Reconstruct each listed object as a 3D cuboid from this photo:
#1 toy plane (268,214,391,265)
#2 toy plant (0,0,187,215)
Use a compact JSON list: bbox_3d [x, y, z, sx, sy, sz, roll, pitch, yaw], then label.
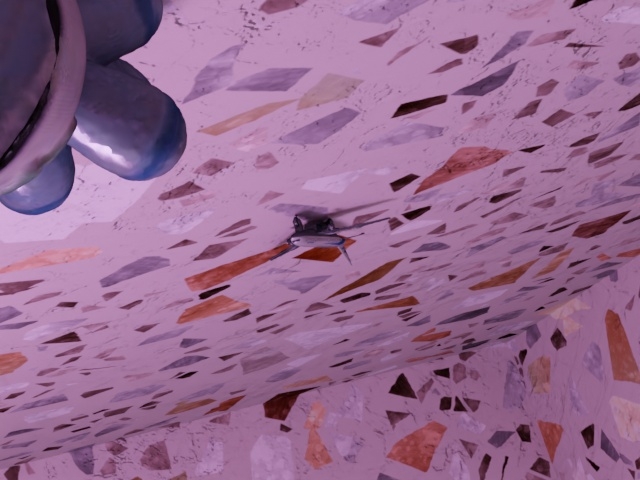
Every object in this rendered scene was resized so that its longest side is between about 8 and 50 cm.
[{"bbox_3d":[0.000,-0.003,2.065,0.226,0.058,0.226,-20,162,21],"label":"toy plane"},{"bbox_3d":[-0.244,-0.135,1.081,0.247,0.247,0.332,-22,171,16],"label":"toy plant"}]
